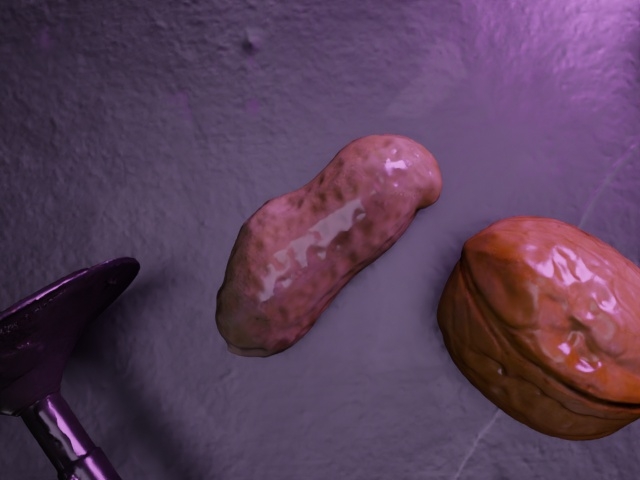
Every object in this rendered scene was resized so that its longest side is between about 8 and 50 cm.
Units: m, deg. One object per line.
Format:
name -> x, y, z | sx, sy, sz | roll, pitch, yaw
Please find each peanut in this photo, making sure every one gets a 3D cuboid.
peanut -> 0.000, 0.000, 0.665 | 0.214, 0.099, 0.099 | -39, 86, 3

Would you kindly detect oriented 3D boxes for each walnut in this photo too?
walnut -> 0.169, 0.065, 0.633 | 0.180, 0.144, 0.144 | 30, 90, 1

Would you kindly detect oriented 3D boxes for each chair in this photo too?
chair -> -0.107, 0.233, 0.597 | 0.226, 0.226, 0.401 | -37, 87, 1
